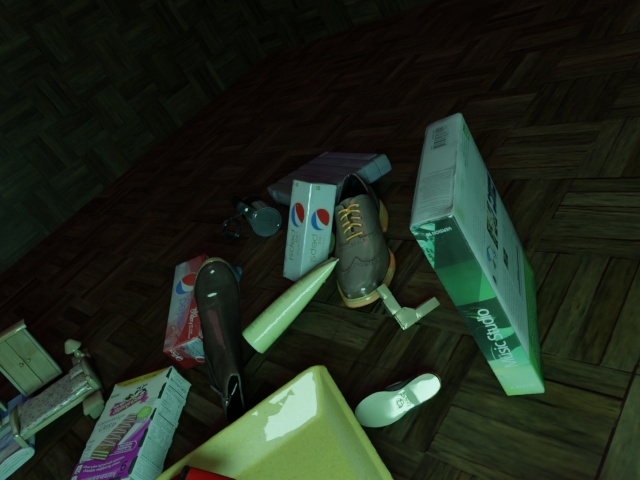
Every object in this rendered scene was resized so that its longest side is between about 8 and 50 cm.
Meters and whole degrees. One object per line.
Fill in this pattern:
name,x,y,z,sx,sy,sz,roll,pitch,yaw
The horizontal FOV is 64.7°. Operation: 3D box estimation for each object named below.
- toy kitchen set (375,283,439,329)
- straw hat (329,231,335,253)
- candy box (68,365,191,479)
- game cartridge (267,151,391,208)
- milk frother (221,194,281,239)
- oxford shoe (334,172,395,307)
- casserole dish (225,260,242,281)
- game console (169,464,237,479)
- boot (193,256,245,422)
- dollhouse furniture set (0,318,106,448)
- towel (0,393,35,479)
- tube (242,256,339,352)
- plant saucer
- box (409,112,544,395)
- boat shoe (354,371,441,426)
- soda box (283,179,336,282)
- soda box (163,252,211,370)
toy kitchen set,0.149,0.103,0.888,0.075,0.083,0.068,-35,-11,-4
straw hat,0.000,0.000,1.165,0.061,0.144,0.145,-1,11,-36
candy box,-0.357,0.367,0.959,0.159,0.071,0.233,-21,31,19
game cartridge,0.007,-0.158,1.355,0.230,0.068,0.355,-38,23,-13
milk frother,-0.198,-0.047,1.413,0.135,0.129,0.143,41,118,59
oxford shoe,0.070,-0.010,1.053,0.130,0.132,0.363,-22,32,17
casserole dish,-0.289,0.117,1.298,0.188,0.037,0.114,-36,30,-5
game console,-0.183,0.388,0.668,0.124,0.085,0.144,11,44,9
boot,-0.170,0.176,0.923,0.090,0.248,0.207,-7,27,-20
dollhouse furniture set,-0.696,0.344,1.164,0.303,0.173,0.356,-36,28,-20
towel,-0.778,0.490,1.207,0.209,0.034,0.285,-39,31,-13
tube,-0.052,0.121,1.013,0.240,0.062,0.070,-46,47,-6
plant saucer,-0.061,0.372,0.671,0.333,0.081,0.333,-34,30,-5
box,0.222,0.020,0.684,0.059,0.322,0.232,-18,32,31
boat shoe,0.116,0.234,0.748,0.137,0.049,0.043,-30,-12,8
soda box,-0.024,-0.019,1.085,0.069,0.216,0.074,-1,13,-35
soda box,-0.284,0.155,1.150,0.092,0.083,0.263,-23,40,11
